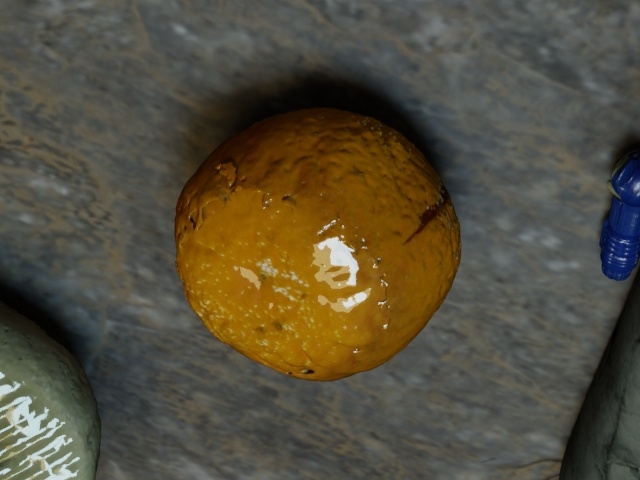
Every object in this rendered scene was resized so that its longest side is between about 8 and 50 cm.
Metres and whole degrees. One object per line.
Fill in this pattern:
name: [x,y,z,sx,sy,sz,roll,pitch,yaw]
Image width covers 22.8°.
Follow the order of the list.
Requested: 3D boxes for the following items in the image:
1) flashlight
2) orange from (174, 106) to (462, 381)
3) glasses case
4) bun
flashlight: [0.207,-0.021,1.075,0.035,0.057,0.121,40,147,28]
orange: [0.000,0.000,1.066,0.193,0.161,0.193,14,128,19]
glasses case: [0.234,0.100,1.119,0.060,0.114,0.299,6,132,-7]
bun: [-0.308,0.156,1.252,0.281,0.205,0.281,-2,99,-10]
